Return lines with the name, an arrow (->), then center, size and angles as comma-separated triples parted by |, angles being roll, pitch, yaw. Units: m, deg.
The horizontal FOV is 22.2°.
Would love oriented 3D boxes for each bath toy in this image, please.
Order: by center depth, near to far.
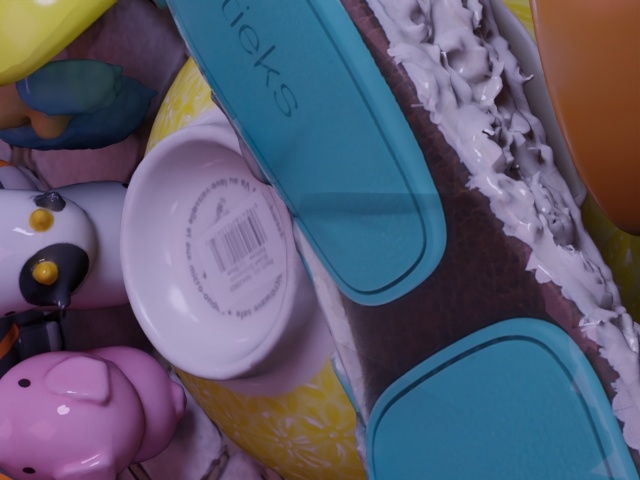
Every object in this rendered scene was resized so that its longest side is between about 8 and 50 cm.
bath toy -> -0.129, 0.078, 0.908 | 0.129, 0.151, 0.348 | -4, 94, 55

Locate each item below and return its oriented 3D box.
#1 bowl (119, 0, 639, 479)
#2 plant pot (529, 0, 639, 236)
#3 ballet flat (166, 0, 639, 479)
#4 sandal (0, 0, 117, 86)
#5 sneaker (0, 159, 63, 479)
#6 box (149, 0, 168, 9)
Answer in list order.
bowl -> 0.000, 0.000, 0.779 | 0.289, 0.156, 0.289 | 6, 99, 41
plant pot -> 0.193, -0.109, 0.574 | 0.188, 0.205, 0.205 | -4, 92, 28
ballet flat -> 0.073, 0.018, 0.624 | 0.147, 0.147, 0.408 | -28, 82, 41
sandal -> -0.206, -0.177, 0.909 | 0.138, 0.126, 0.317 | 54, 163, -22
sneaker -> -0.242, 0.108, 0.996 | 0.125, 0.180, 0.321 | -23, 79, 42
box -> -0.149, -0.243, 0.916 | 0.060, 0.100, 0.244 | -40, 62, -6
